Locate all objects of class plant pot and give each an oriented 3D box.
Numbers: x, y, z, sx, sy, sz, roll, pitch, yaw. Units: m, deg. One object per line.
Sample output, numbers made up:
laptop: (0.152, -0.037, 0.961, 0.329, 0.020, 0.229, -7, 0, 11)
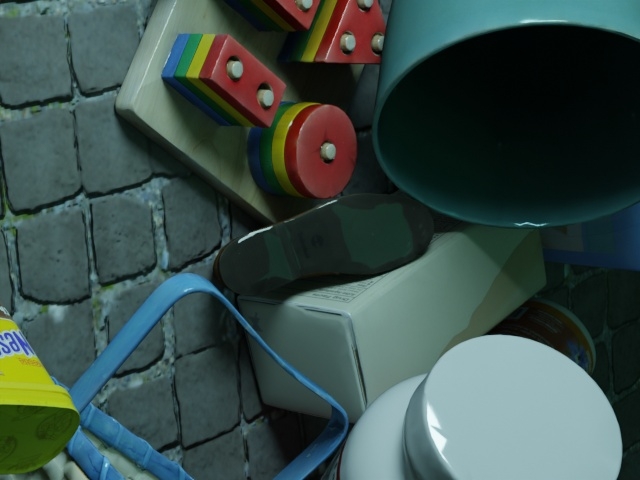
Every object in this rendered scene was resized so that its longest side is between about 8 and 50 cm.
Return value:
plant pot: (0.192, -0.188, 1.565, 0.293, 0.293, 0.235, 43, 37, -44)

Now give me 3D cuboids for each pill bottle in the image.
pill bottle: (0.199, 0.166, 1.848, 0.216, 0.121, 0.121, -42, 125, -38)
pill bottle: (0.103, 0.262, 1.509, 0.229, 0.229, 0.408, -43, 167, -38)

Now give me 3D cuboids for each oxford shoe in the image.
oxford shoe: (0.000, 0.000, 1.572, 0.212, 0.076, 0.076, -11, 93, -15)

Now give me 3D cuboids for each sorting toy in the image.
sorting toy: (-0.033, -0.168, 1.556, 0.255, 0.089, 0.257, 38, 65, -45)

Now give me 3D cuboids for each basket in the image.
basket: (-0.135, 0.187, 1.368, 0.289, 0.201, 0.255, -42, 132, 0)

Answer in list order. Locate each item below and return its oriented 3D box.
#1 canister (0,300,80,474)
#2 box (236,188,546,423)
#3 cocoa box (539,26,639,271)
canister: (-0.268, 0.085, 1.244, 0.126, 0.170, 0.073, 10, 124, -52)
box: (0.077, 0.049, 1.672, 0.311, 0.148, 0.121, -33, 120, -41)
cocoa box: (0.297, -0.166, 1.837, 0.228, 0.231, 0.347, -24, 112, -46)
